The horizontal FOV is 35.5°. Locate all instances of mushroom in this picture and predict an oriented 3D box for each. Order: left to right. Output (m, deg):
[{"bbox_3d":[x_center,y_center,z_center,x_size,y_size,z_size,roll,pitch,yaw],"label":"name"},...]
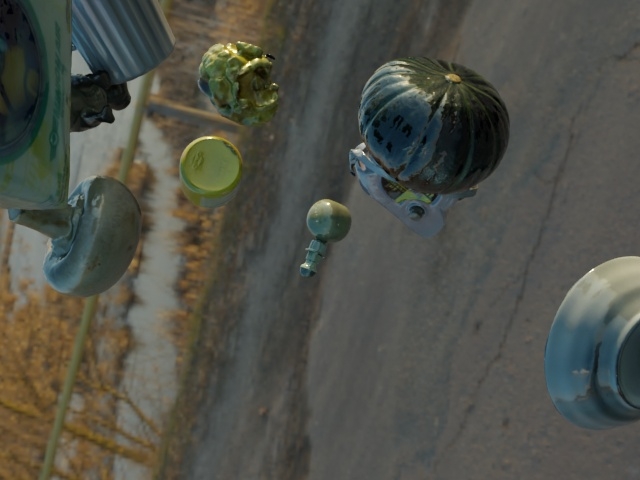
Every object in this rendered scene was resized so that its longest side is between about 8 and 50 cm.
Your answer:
[{"bbox_3d":[-0.398,-0.019,1.596,0.207,0.215,0.207,-34,43,38],"label":"mushroom"}]

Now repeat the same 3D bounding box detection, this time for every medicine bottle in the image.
[{"bbox_3d":[-0.219,-0.122,1.988,0.212,0.122,0.121,125,152,-76],"label":"medicine bottle"}]

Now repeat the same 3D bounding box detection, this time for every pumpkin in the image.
[{"bbox_3d":[0.176,-0.183,1.618,0.216,0.250,0.249,-46,37,50],"label":"pumpkin"}]

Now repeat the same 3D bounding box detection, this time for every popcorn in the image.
[{"bbox_3d":[-0.180,-0.365,2.331,0.169,0.218,0.189,-53,19,-14],"label":"popcorn"}]

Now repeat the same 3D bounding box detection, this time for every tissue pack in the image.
[{"bbox_3d":[-0.396,-0.189,0.971,0.388,0.162,0.287,14,-105,-73],"label":"tissue pack"}]

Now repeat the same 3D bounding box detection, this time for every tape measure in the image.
[{"bbox_3d":[0.178,-0.125,1.864,0.197,0.236,0.120,-36,25,45],"label":"tape measure"}]

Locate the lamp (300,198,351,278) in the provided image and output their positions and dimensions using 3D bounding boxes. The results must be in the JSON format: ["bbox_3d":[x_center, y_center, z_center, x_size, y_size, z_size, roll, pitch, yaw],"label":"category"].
[{"bbox_3d":[0.000,0.000,2.002,0.163,0.091,0.091,-66,18,-6],"label":"lamp"}]

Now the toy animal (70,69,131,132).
[{"bbox_3d":[-0.407,-0.226,1.632,0.343,0.168,0.106,-41,-54,-70],"label":"toy animal"}]

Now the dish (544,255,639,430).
[{"bbox_3d":[0.524,0.186,1.659,0.106,0.316,0.316,23,102,62],"label":"dish"}]

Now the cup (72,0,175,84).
[{"bbox_3d":[-0.365,-0.369,1.627,0.221,0.202,0.167,-7,38,28],"label":"cup"}]
